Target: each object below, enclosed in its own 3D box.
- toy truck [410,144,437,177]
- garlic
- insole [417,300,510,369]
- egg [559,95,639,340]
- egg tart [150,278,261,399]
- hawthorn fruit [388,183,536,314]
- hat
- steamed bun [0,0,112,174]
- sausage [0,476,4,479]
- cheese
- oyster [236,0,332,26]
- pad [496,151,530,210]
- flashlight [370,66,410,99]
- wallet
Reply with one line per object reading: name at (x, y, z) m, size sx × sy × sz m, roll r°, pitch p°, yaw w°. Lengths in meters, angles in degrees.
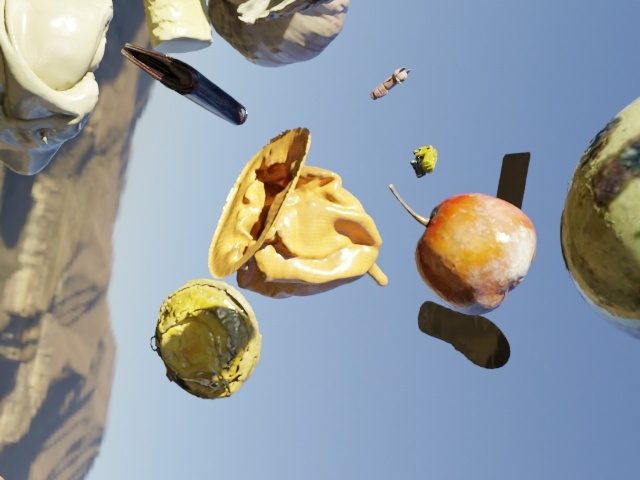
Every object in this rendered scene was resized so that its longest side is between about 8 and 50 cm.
toy truck at (0.262, -0.200, 2.604) m, size 0.049 × 0.054 × 0.083 m, roll 61°, pitch 27°, yaw -26°
garlic at (-0.071, -0.488, 2.096) m, size 0.317 × 0.259 × 0.317 m, roll -5°, pitch -100°, yaw 32°
insole at (0.320, 0.209, 2.347) m, size 0.322 × 0.007 × 0.109 m, roll 22°, pitch -79°, yaw 56°
egg at (0.525, -0.054, 1.412) m, size 0.428 × 0.345 × 0.345 m, roll -47°, pitch -161°, yaw 4°
egg tart at (-0.272, 0.226, 2.316) m, size 0.107 × 0.291 × 0.290 m, roll -21°, pitch 128°, yaw -67°
hawthorn fruit at (0.292, 0.021, 1.994) m, size 0.263 × 0.231 × 0.235 m, roll 42°, pitch -39°, yaw 45°
hat at (0.000, 0.000, 1.442) m, size 0.233 × 0.233 × 0.244 m, roll -55°, pitch -159°, yaw 3°
steamed bun at (-0.568, -0.335, 1.947) m, size 0.368 × 0.255 × 0.342 m, roll -29°, pitch -126°, yaw 39°
sausage at (-0.427, 0.380, 1.512) m, size 0.036 × 0.158 × 0.042 m, roll -11°, pitch -131°, yaw 44°
cheese at (-0.259, -0.423, 1.848) m, size 0.094 × 0.123 × 0.167 m, roll -11°, pitch -91°, yaw 35°
oyster at (-0.011, -0.402, 1.477) m, size 0.275 × 0.100 × 0.271 m, roll -60°, pitch -137°, yaw 26°
pad at (0.416, -0.115, 2.267) m, size 0.112 × 0.003 × 0.157 m, roll -175°, pitch -85°, yaw -68°
flashlight at (0.164, -0.365, 2.433) m, size 0.110 × 0.052 × 0.031 m, roll -38°, pitch -106°, yaw 21°
wallet at (-0.316, -0.371, 2.436) m, size 0.262 × 0.221 × 0.071 m, roll 30°, pitch -87°, yaw 31°
